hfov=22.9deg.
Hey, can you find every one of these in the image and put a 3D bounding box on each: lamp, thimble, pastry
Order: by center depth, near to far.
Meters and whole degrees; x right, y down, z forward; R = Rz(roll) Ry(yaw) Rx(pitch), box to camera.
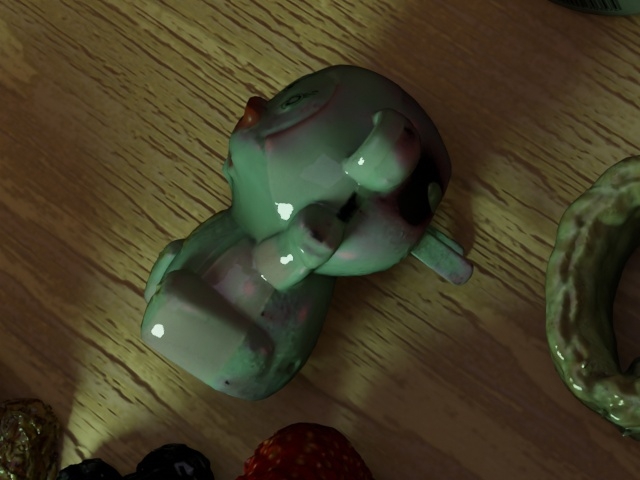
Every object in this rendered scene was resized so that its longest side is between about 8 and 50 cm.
[{"bbox_3d":[0.283,0.042,1.302,0.196,0.148,0.229,40,91,22],"label":"thimble"},{"bbox_3d":[0.000,0.000,1.392,0.247,0.247,0.301,35,99,-9],"label":"lamp"},{"bbox_3d":[-0.306,0.231,1.509,0.087,0.063,0.169,9,82,18],"label":"pastry"}]

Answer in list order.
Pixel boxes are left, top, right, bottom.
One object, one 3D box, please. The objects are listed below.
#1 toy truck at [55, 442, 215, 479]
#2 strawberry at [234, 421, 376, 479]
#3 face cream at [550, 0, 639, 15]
[{"bbox_3d":[-0.186,0.289,1.414,0.213,0.161,0.176,-13,92,23],"label":"toy truck"},{"bbox_3d":[-0.005,0.298,1.289,0.261,0.261,0.257,31,86,22],"label":"strawberry"},{"bbox_3d":[0.202,-0.264,1.315,0.144,0.291,0.071,16,85,23],"label":"face cream"}]
